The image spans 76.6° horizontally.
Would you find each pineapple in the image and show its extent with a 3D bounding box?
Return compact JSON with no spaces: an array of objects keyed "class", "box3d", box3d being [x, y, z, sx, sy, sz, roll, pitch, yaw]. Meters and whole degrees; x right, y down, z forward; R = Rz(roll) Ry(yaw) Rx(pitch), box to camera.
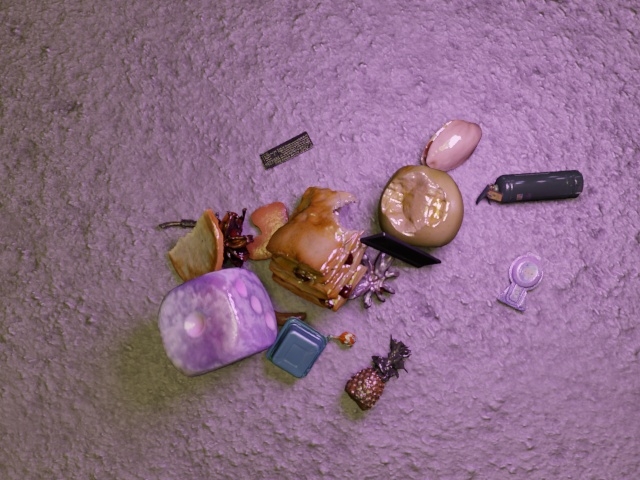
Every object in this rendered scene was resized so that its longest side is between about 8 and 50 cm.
[{"class":"pineapple","box3d":[0.195,0.425,1.304,0.125,0.125,0.251,44,78,10]}]

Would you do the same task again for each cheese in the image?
[{"class":"cheese","box3d":[0.662,0.130,1.325,0.105,0.042,0.191,25,87,10]}]

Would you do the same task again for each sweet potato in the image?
[{"class":"sweet potato","box3d":[-0.141,0.262,1.381,0.181,0.053,0.054,9,121,9]}]

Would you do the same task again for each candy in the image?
[{"class":"candy","box3d":[0.028,0.324,1.360,0.184,0.049,0.056,2,126,12]}]

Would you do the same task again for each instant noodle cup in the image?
[{"class":"instant noodle cup","box3d":[-0.079,0.360,1.325,0.157,0.070,0.179,32,97,-2]}]

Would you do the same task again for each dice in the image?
[{"class":"dice","box3d":[-0.312,0.253,1.267,0.269,0.271,0.271,-24,78,14]}]

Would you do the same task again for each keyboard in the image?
[{"class":"keyboard","box3d":[-0.124,-0.330,1.482,0.196,0.015,0.074,-26,80,1]},{"class":"keyboard","box3d":[0.253,0.035,1.257,0.100,0.309,0.018,-17,61,44]}]

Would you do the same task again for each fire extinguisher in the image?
[{"class":"fire extinguisher","box3d":[0.683,-0.171,1.344,0.310,0.115,0.096,-2,42,4]}]

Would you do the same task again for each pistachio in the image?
[{"class":"pistachio","box3d":[0.445,-0.322,1.373,0.223,0.126,0.152,-32,116,1]}]

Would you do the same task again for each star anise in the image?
[{"class":"star anise","box3d":[0.152,0.123,1.343,0.257,0.110,0.199,-14,80,-3]},{"class":"star anise","box3d":[-0.312,0.007,1.396,0.220,0.125,0.190,-13,80,27]}]

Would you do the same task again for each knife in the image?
[{"class":"knife","box3d":[-0.476,-0.061,1.474,0.221,0.021,0.046,-11,82,0]}]

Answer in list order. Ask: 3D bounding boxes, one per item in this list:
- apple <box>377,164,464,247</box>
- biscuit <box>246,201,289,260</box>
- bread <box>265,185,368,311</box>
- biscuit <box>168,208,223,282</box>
[{"class":"apple","box3d":[0.319,-0.099,1.285,0.278,0.279,0.280,-1,82,5]},{"class":"biscuit","box3d":[-0.193,-0.031,1.436,0.186,0.036,0.192,-17,79,5]},{"class":"bread","box3d":[0.000,0.000,1.287,0.314,0.191,0.370,20,76,34]},{"class":"biscuit","box3d":[-0.404,0.048,1.362,0.309,0.040,0.205,-37,74,37]}]
